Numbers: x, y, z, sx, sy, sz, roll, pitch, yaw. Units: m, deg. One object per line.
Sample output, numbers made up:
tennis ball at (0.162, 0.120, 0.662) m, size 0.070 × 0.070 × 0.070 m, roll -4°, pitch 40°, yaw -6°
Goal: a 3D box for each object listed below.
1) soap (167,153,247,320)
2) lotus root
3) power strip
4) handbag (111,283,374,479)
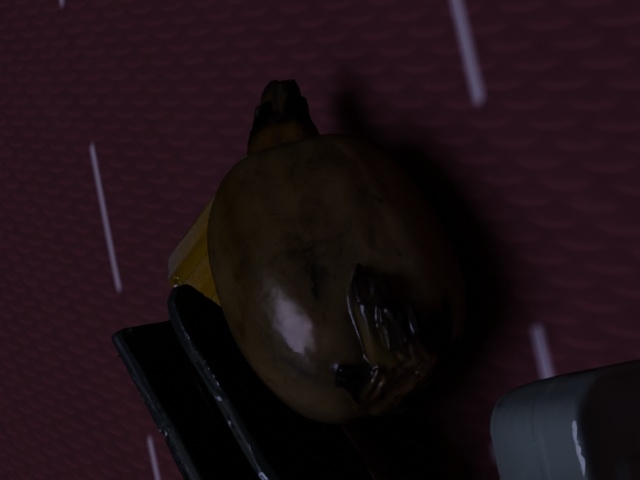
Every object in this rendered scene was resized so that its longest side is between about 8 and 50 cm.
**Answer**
soap at (-0.070, 0.036, 1.347) m, size 0.232 × 0.073 × 0.140 m, roll -49°, pitch 54°, yaw 50°
lotus root at (0.000, 0.000, 1.134) m, size 0.310 × 0.182 × 0.183 m, roll 65°, pitch 144°, yaw 34°
power strip at (0.155, 0.194, 0.850) m, size 0.141 × 0.261 × 0.229 m, roll -22°, pitch 78°, yaw 56°
handbag at (-0.031, 0.169, 1.165) m, size 0.079 × 0.260 × 0.247 m, roll -40°, pitch 59°, yaw 11°
